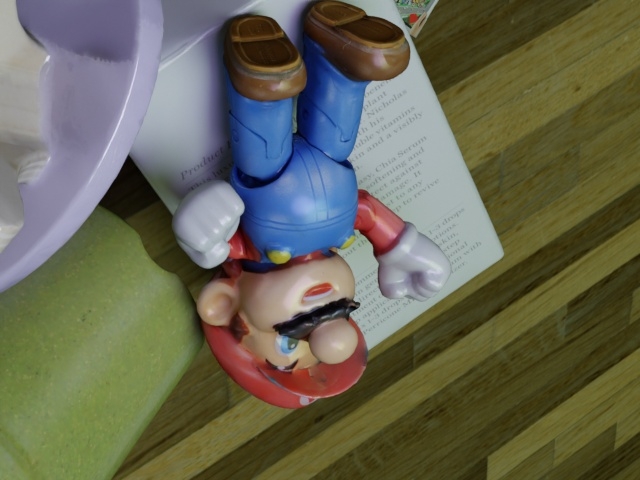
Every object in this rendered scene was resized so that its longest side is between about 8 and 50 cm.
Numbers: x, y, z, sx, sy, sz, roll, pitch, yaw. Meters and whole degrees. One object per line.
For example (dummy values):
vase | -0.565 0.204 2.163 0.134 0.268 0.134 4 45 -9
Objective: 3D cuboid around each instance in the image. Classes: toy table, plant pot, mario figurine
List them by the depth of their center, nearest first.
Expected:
toy table | -0.225 -0.076 1.018 0.274 0.252 0.161 -61 158 11
mario figurine | 0.000 0.000 1.276 0.170 0.198 0.320 -80 176 -53
plant pot | -0.235 0.106 1.359 0.254 0.276 0.276 -48 147 -26

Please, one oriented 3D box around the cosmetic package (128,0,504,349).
cosmetic package | -0.030 -0.087 1.440 0.230 0.161 0.453 -34 144 -3

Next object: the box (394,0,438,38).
box | 0.045 -0.255 1.516 0.207 0.036 0.114 18 106 -53
